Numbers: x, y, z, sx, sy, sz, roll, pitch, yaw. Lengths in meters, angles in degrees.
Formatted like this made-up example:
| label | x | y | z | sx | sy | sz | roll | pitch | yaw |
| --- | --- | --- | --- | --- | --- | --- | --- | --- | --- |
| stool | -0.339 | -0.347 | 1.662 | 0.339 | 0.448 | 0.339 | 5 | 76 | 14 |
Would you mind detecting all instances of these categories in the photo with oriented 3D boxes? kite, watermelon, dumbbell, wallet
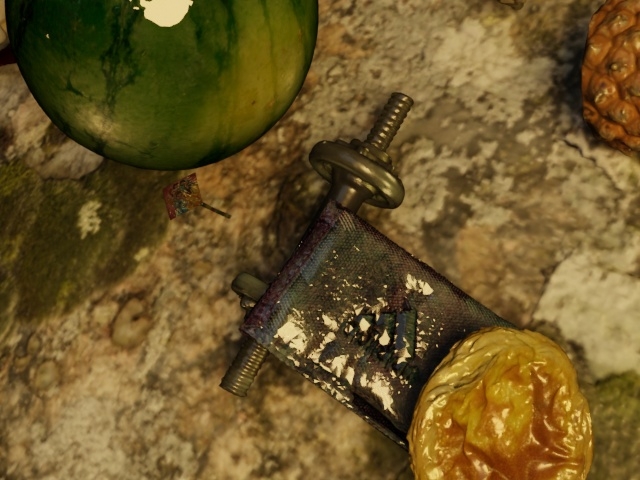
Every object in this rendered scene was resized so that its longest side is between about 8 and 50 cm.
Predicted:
| label | x | y | z | sx | sy | sz | roll | pitch | yaw |
| --- | --- | --- | --- | --- | --- | --- | --- | --- | --- |
| kite | -0.112 | -0.029 | 0.698 | 0.044 | 0.002 | 0.078 | -44 | 57 | 2 |
| watermelon | -0.119 | -0.173 | 0.622 | 0.242 | 0.242 | 0.242 | -10 | 64 | 21 |
| dumbbell | 0.000 | 0.000 | 0.587 | 0.081 | 0.081 | 0.254 | 25 | 80 | 31 |
| wallet | 0.043 | 0.062 | 0.528 | 0.166 | 0.030 | 0.111 | 36 | 77 | 1 |

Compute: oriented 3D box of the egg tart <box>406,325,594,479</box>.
| label | x | y | z | sx | sy | sz | roll | pitch | yaw |
| --- | --- | --- | --- | --- | --- | --- | --- | --- | --- |
| egg tart | 0.108 | 0.116 | 0.486 | 0.130 | 0.130 | 0.052 | -62 | 16 | -10 |

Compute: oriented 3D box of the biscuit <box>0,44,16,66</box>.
| label | x | y | z | sx | sy | sz | roll | pitch | yaw |
| --- | --- | --- | --- | --- | --- | --- | --- | --- | --- |
| biscuit | -0.268 | -0.241 | 0.827 | 0.235 | 0.063 | 0.151 | 4 | 70 | 24 |

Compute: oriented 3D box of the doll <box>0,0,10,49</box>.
| label | x | y | z | sx | sy | sz | roll | pitch | yaw |
| --- | --- | --- | --- | --- | --- | --- | --- | --- | --- |
| doll | -0.211 | -0.297 | 0.735 | 0.384 | 0.099 | 0.188 | -43 | 17 | -16 |

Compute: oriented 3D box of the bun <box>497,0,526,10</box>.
| label | x | y | z | sx | sy | sz | roll | pitch | yaw |
| --- | --- | --- | --- | --- | --- | --- | --- | --- | --- |
| bun | 0.187 | -0.332 | 0.575 | 0.281 | 0.205 | 0.281 | -10 | 62 | 20 |

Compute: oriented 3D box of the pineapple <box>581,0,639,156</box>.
| label | x | y | z | sx | sy | sz | roll | pitch | yaw |
| --- | --- | --- | --- | --- | --- | --- | --- | --- | --- |
| pineapple | 0.296 | -0.099 | 0.456 | 0.277 | 0.119 | 0.130 | 12 | 99 | 34 |
